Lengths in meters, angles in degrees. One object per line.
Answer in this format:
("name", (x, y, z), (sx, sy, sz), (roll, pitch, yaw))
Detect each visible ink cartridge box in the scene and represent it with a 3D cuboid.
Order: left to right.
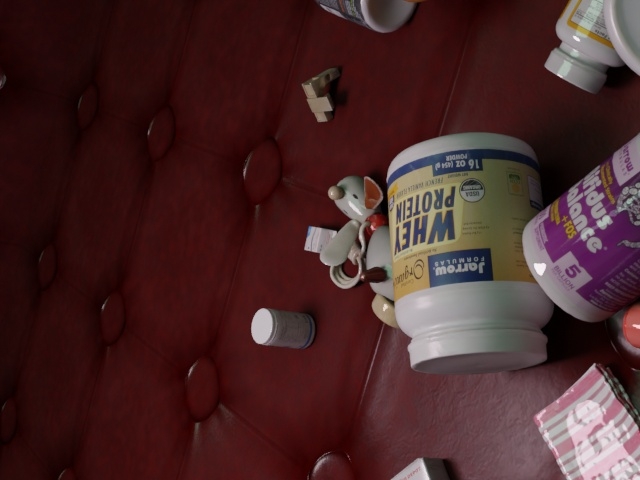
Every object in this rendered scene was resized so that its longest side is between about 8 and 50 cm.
("ink cartridge box", (0.000, 0.000, 1.828), (0.083, 0.028, 0.048), (-171, 92, -68))
("ink cartridge box", (0.168, 0.415, 1.507), (0.088, 0.052, 0.122), (-46, 49, 35))

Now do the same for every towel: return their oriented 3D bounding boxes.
("towel", (0.378, 0.283, 1.293), (0.144, 0.029, 0.197), (-52, 45, 32))

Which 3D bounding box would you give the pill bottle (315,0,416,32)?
("pill bottle", (0.064, -0.481, 1.801), (0.245, 0.130, 0.130), (38, 111, 49))

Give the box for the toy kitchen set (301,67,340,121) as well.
("toy kitchen set", (0.023, -0.288, 1.889), (0.068, 0.075, 0.083), (7, 126, 55))

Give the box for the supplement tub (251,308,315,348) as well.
("supplement tub", (-0.070, 0.168, 1.828), (0.071, 0.107, 0.071), (-17, 68, 49))

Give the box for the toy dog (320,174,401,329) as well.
("toy dog", (0.081, 0.007, 1.632), (0.333, 0.161, 0.220), (28, 103, 51))

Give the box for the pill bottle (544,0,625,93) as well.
("pill bottle", (0.403, -0.316, 1.339), (0.117, 0.117, 0.208), (48, 118, 46))

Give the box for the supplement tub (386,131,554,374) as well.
("supplement tub", (0.218, 0.025, 1.399), (0.228, 0.228, 0.316), (-22, 64, 47))

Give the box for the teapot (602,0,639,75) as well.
("teapot", (0.483, -0.311, 1.192), (0.256, 0.187, 0.253), (-19, 96, 30))

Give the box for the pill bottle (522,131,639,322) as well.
("pill bottle", (0.415, -0.039, 1.211), (0.301, 0.169, 0.169), (-44, 49, 35))

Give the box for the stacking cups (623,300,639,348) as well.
("stacking cups", (0.499, 0.112, 1.124), (0.316, 0.096, 0.096), (4, 84, 52))

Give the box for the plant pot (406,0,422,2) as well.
("plant pot", (0.191, -0.493, 1.607), (0.188, 0.205, 0.205), (161, 114, -65))
